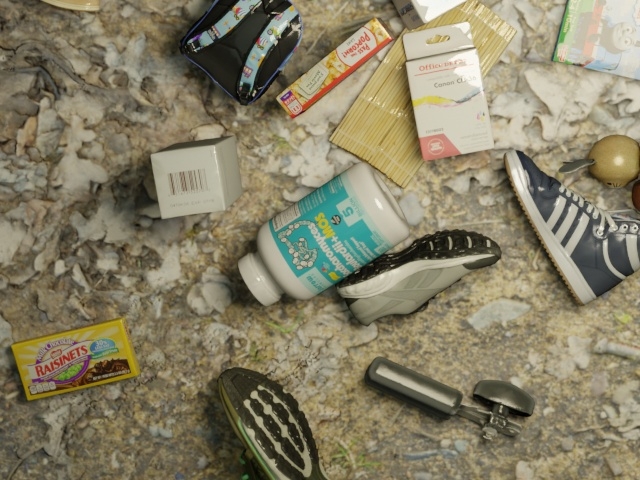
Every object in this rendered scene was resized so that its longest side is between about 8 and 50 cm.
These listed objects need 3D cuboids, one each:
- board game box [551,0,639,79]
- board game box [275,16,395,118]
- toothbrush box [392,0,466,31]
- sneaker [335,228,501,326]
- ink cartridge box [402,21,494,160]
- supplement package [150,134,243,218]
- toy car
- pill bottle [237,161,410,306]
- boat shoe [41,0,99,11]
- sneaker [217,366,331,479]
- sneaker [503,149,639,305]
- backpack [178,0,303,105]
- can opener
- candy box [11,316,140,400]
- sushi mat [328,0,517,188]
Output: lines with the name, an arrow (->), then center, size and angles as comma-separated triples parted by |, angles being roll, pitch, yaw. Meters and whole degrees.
board game box -> 0.482, -0.333, 1.783 | 0.212, 0.039, 0.160 | 13, 101, 3
board game box -> 0.026, -0.270, 1.789 | 0.193, 0.147, 0.045 | -38, 94, 12
toothbrush box -> 0.165, -0.490, 1.725 | 0.206, 0.122, 0.283 | -29, 98, -4
sneaker -> 0.165, 0.061, 1.872 | 0.272, 0.100, 0.108 | -19, 112, 13
ink cartridge box -> 0.198, -0.234, 1.798 | 0.115, 0.067, 0.198 | -11, 101, 7
supplement package -> -0.192, -0.103, 1.826 | 0.105, 0.179, 0.105 | -8, 100, 8
toy car -> 0.465, -0.104, 1.778 | 0.189, 0.155, 0.148 | 4, 101, 15
pill bottle -> 0.000, 0.000, 1.843 | 0.264, 0.146, 0.146 | -33, 96, 11
boat shoe -> -0.433, -0.414, 1.852 | 0.170, 0.063, 0.059 | 18, 108, 3
sneaker -> -0.089, 0.413, 1.944 | 0.182, 0.158, 0.410 | -28, 92, 28
sneaker -> 0.410, -0.047, 1.813 | 0.153, 0.099, 0.282 | -29, 103, 15
backpack -> -0.112, -0.321, 1.808 | 0.158, 0.117, 0.173 | 40, 103, -2
can opener -> 0.212, 0.255, 1.918 | 0.280, 0.074, 0.093 | 19, 68, 0
candy box -> -0.423, 0.205, 1.988 | 0.206, 0.027, 0.105 | -14, 96, 8
sushi mat -> 0.163, -0.248, 1.843 | 0.151, 0.019, 0.316 | 35, 103, -2
